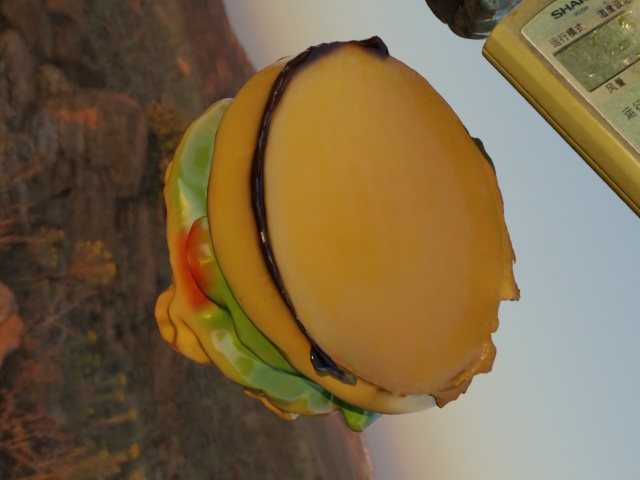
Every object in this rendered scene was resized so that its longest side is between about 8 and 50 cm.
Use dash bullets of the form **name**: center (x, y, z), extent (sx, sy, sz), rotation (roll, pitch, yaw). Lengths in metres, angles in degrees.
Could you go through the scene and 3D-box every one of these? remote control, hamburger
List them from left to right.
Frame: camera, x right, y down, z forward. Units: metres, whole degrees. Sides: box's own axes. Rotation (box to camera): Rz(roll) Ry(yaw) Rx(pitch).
- **hamburger**: center (0.000, 0.000, 0.618), extent (0.149, 0.237, 0.237), rotation (-20, -94, 46)
- **remote control**: center (0.190, -0.045, 0.511), extent (0.233, 0.098, 0.038), rotation (50, -25, 16)

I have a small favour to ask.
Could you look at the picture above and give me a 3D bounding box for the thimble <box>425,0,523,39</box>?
- **thimble**: center (0.203, -0.389, 1.184), extent (0.291, 0.195, 0.291), rotation (58, -3, 4)
